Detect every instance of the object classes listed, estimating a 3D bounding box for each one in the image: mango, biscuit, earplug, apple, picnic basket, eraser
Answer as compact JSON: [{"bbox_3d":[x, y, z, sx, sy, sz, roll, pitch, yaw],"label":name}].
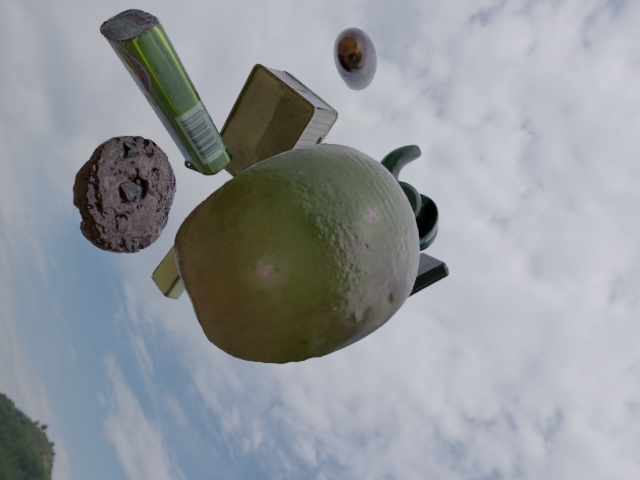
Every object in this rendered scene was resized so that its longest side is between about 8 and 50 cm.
[{"bbox_3d":[0.092,-0.476,1.107,0.111,0.267,0.133,-25,-90,8],"label":"mango"},{"bbox_3d":[-0.301,-0.071,0.671,0.049,0.192,0.192,14,-66,23],"label":"biscuit"},{"bbox_3d":[0.243,-0.097,1.194,0.164,0.257,0.280,-16,-43,17],"label":"earplug"},{"bbox_3d":[0.000,0.000,0.410,0.193,0.265,0.120,52,-26,25],"label":"apple"},{"bbox_3d":[-0.133,-0.298,1.193,0.228,0.175,0.312,41,-66,12],"label":"picnic basket"},{"bbox_3d":[-0.411,0.074,1.236,0.117,0.058,0.172,38,-87,39],"label":"eraser"}]

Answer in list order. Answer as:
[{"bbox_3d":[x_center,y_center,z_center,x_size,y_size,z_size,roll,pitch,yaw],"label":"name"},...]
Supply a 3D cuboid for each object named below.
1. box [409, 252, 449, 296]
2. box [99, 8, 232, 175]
[{"bbox_3d":[0.268,0.120,1.310,0.050,0.230,0.160,65,-9,-17],"label":"box"},{"bbox_3d":[-0.312,-0.292,0.893,0.134,0.097,0.345,34,-20,32],"label":"box"}]
